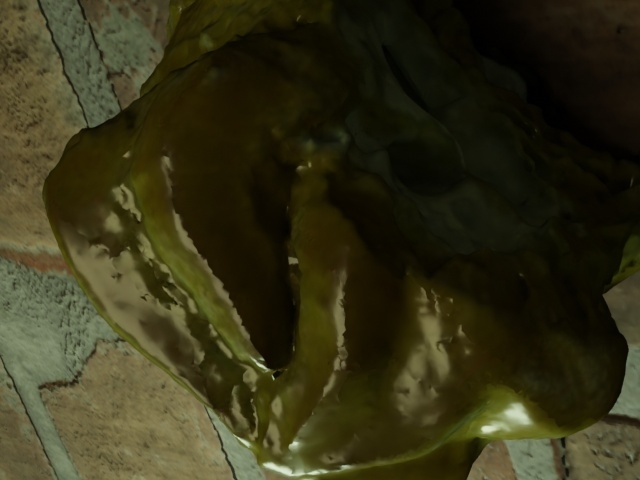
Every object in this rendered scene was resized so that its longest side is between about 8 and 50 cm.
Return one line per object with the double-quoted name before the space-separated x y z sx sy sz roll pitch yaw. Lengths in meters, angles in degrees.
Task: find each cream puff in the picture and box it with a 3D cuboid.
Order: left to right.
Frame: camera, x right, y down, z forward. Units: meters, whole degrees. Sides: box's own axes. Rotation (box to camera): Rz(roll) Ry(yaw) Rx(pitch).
"cream puff" -0.006 -0.003 0.680 0.323 0.270 0.274 51 148 8
